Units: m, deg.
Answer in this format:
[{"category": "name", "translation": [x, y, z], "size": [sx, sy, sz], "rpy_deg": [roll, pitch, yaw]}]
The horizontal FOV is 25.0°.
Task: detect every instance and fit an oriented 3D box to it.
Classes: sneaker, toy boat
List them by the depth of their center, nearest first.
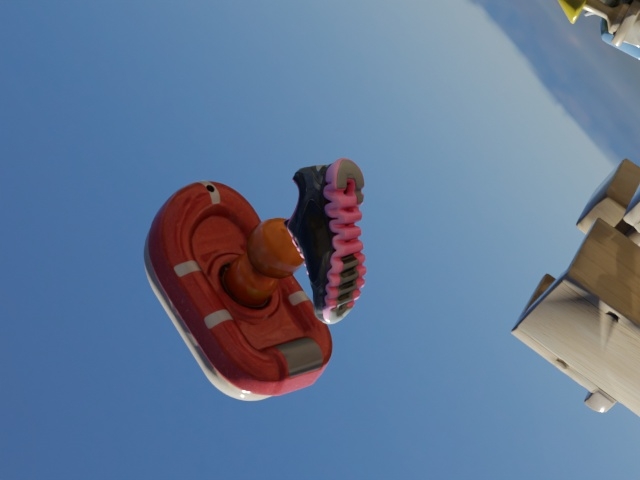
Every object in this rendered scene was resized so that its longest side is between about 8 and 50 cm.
[{"category": "sneaker", "translation": [0.000, 0.000, 1.041], "size": [0.047, 0.057, 0.119], "rpy_deg": [0, -88, -59]}, {"category": "toy boat", "translation": [-0.066, 0.032, 1.412], "size": [0.151, 0.151, 0.231], "rpy_deg": [-13, -118, -47]}]

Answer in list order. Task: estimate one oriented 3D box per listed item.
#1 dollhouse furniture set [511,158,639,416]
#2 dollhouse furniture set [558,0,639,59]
[{"category": "dollhouse furniture set", "translation": [0.294, -0.084, 0.727], "size": [0.174, 0.303, 0.355], "rpy_deg": [36, -131, 1]}, {"category": "dollhouse furniture set", "translation": [0.294, -0.364, 1.281], "size": [0.198, 0.286, 0.303], "rpy_deg": [30, -139, 9]}]
